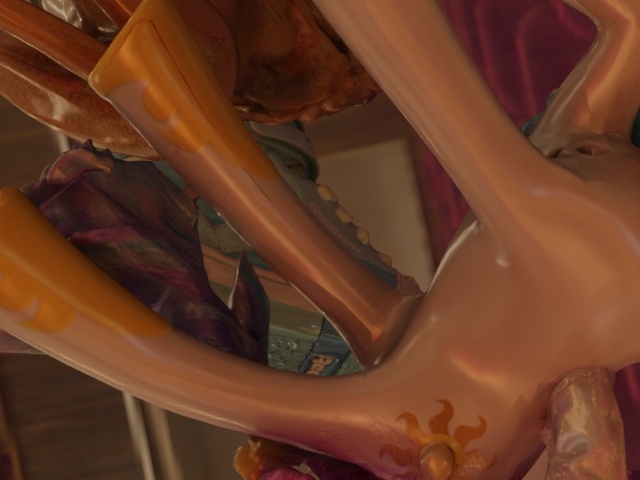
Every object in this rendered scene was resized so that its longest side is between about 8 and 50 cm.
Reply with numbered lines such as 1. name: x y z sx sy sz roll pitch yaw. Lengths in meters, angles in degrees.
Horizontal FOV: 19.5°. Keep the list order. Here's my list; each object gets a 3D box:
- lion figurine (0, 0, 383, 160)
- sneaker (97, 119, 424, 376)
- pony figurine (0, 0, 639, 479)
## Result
1. lion figurine: -0.081 -0.106 0.852 0.240 0.142 0.392 36 -154 -3
2. sneaker: 0.000 0.000 1.125 0.127 0.319 0.208 -48 29 45
3. pony figurine: 0.056 0.058 0.669 0.363 0.351 0.303 37 -158 -9
